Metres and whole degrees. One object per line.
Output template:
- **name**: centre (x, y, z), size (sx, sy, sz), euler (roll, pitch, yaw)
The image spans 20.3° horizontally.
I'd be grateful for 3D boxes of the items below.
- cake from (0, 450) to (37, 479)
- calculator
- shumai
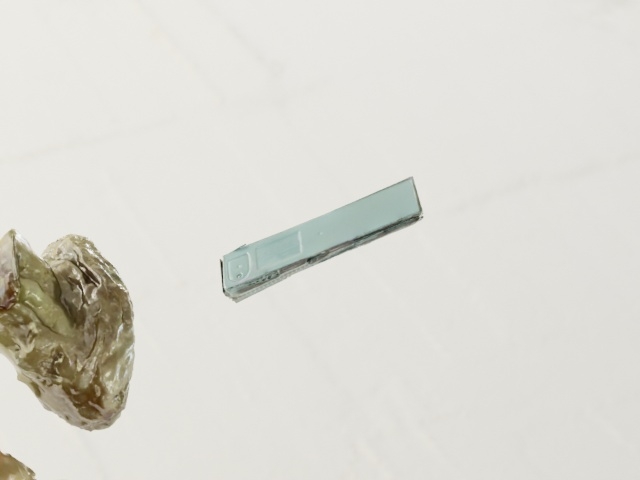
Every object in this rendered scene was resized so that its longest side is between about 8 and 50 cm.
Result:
- **cake**: centre (-0.374, 0.332, 1.514), size (0.307, 0.314, 0.293), euler (49, -160, -20)
- **calculator**: centre (0.000, 0.000, 1.411), size (0.172, 0.018, 0.057), euler (-24, -142, 9)
- **shumai**: centre (-0.261, 0.077, 1.661), size (0.153, 0.161, 0.209), euler (15, -138, -40)
